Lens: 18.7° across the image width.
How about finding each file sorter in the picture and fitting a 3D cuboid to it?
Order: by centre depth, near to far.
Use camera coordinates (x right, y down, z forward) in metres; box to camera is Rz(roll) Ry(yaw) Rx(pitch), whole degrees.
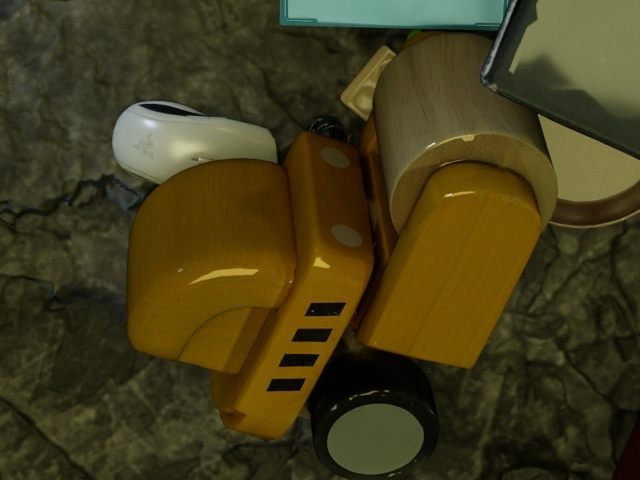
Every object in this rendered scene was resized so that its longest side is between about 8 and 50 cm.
[{"bbox_3d":[0.059,-0.224,1.451,0.170,0.104,0.118,2,103,4],"label":"file sorter"}]

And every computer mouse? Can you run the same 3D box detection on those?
[{"bbox_3d":[-0.072,-0.059,1.528,0.193,0.042,0.106,11,104,1],"label":"computer mouse"}]

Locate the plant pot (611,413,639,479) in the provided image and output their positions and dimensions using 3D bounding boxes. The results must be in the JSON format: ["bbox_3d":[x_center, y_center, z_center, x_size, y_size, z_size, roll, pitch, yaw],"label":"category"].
[{"bbox_3d":[0.382,0.140,1.444,0.267,0.267,0.235,15,91,1],"label":"plant pot"}]

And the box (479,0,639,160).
[{"bbox_3d":[0.387,-0.174,1.232,0.480,0.472,0.297,24,107,2],"label":"box"}]

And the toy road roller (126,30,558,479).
[{"bbox_3d":[0.000,0.000,1.394,0.240,0.202,0.329,15,124,-17],"label":"toy road roller"}]

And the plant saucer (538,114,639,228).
[{"bbox_3d":[0.204,-0.094,1.509,0.168,0.029,0.168,1,103,3],"label":"plant saucer"}]

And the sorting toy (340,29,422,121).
[{"bbox_3d":[0.064,-0.124,1.519,0.062,0.012,0.083,40,105,0],"label":"sorting toy"}]
